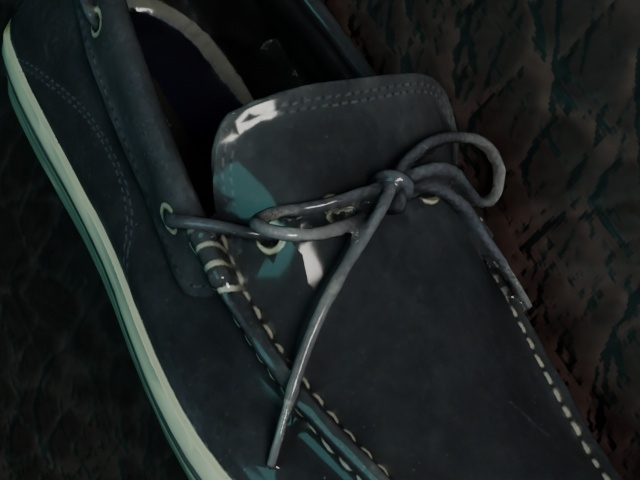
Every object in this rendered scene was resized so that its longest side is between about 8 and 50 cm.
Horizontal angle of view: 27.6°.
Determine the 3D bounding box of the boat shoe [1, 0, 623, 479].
[{"bbox_3d":[0.000,0.000,0.624,0.500,0.187,0.156,54,132,29],"label":"boat shoe"}]
